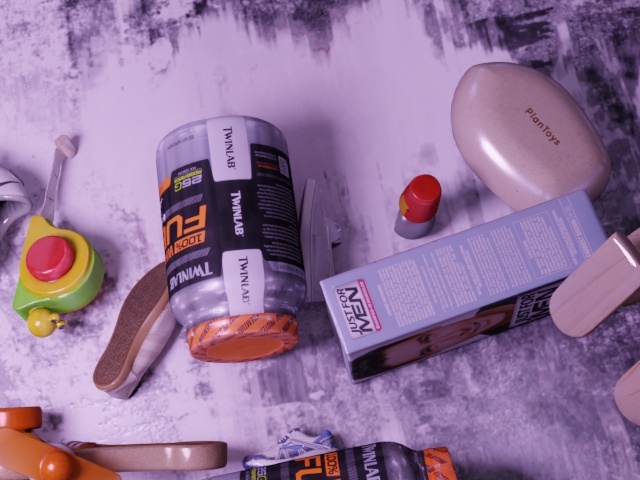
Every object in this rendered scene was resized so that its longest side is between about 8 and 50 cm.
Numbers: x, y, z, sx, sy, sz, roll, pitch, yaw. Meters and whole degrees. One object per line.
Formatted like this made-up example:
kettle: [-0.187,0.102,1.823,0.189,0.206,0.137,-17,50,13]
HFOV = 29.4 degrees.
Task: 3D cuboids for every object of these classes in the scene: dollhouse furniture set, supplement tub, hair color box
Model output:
dollhouse furniture set: [0.501,0.187,1.544,0.362,0.256,0.394,-11,59,-44]
supplement tub: [0.014,0.376,1.557,0.338,0.207,0.207,-12,70,0]
hair color box: [0.197,0.068,1.665,0.374,0.185,0.113,-19,70,-2]
supplement tub: [-0.124,0.001,1.711,0.194,0.193,0.316,-9,69,1]

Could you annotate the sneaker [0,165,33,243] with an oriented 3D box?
sneaker: [-0.555,0.021,1.759,0.146,0.122,0.330,33,76,34]

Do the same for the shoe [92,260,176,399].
shoe: [-0.254,0.128,1.753,0.076,0.058,0.219,9,63,40]

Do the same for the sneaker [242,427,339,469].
sneaker: [-0.042,0.291,1.681,0.135,0.052,0.058,-6,60,-5]

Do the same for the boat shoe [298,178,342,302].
boat shoe: [0.000,0.000,1.772,0.063,0.066,0.184,2,69,-6]

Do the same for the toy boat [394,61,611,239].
toy boat: [0.241,-0.111,1.763,0.318,0.148,0.267,-30,76,-14]

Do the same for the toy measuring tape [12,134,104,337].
toy measuring tape: [-0.364,-0.010,1.784,0.121,0.121,0.330,3,61,6]

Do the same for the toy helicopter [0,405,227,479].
toy helicopter: [-0.300,0.285,1.604,0.355,0.235,0.140,-2,82,-4]
